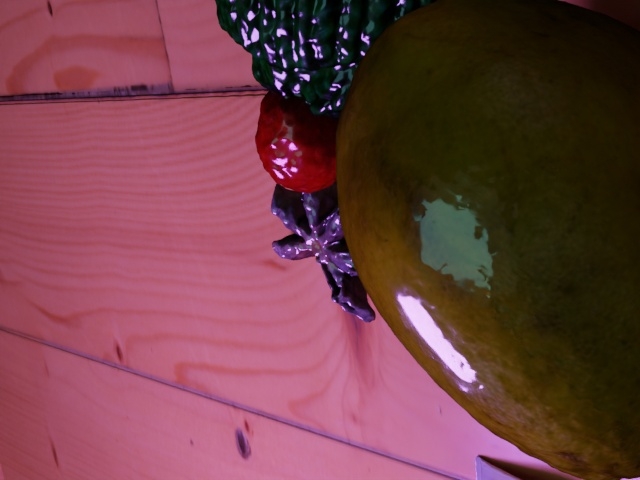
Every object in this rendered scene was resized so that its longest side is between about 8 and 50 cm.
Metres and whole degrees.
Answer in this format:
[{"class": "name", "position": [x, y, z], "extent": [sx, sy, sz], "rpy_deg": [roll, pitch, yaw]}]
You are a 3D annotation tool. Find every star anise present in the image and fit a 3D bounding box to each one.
[{"class": "star anise", "position": [0.004, -0.013, 1.372], "extent": [0.208, 0.063, 0.171], "rpy_deg": [38, 131, 36]}]

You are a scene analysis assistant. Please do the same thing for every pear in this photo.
[{"class": "pear", "position": [0.186, -0.015, 0.923], "extent": [0.352, 0.352, 0.413], "rpy_deg": [-27, 94, 53]}]

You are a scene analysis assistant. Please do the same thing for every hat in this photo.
[{"class": "hat", "position": [0.014, -0.203, 1.147], "extent": [0.274, 0.242, 0.332], "rpy_deg": [-113, 21, -59]}]

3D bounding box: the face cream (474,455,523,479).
[{"class": "face cream", "position": [0.241, 0.319, 1.230], "extent": [0.224, 0.070, 0.114], "rpy_deg": [12, 115, 59]}]
